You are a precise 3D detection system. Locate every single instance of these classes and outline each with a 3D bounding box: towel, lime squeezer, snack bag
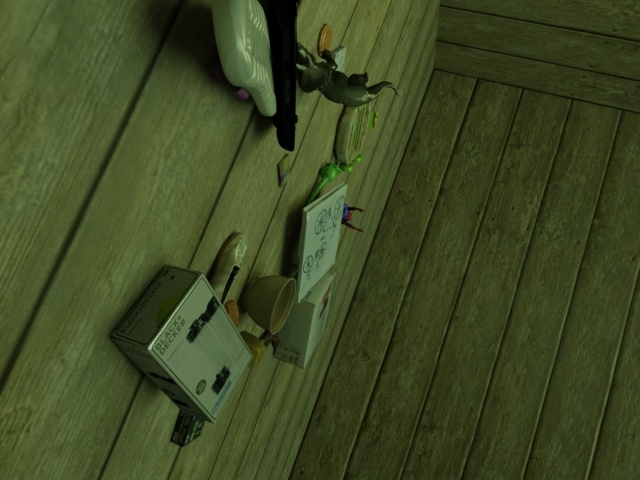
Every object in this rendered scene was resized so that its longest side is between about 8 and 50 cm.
[{"bbox_3d":[-0.098,-0.190,1.256,0.083,0.009,0.060,92,21,-50],"label":"towel"},{"bbox_3d":[0.036,-0.223,1.628,0.310,0.058,0.110,-53,156,-54],"label":"lime squeezer"},{"bbox_3d":[0.000,0.000,1.578,0.323,0.037,0.343,-43,145,-55],"label":"snack bag"}]

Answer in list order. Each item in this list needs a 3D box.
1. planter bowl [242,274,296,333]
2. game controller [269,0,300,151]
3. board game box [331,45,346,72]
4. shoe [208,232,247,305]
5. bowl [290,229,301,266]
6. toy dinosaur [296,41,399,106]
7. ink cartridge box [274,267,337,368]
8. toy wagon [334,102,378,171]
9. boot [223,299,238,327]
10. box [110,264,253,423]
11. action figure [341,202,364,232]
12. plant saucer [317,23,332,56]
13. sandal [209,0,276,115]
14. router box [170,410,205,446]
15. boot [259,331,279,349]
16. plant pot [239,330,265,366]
[{"bbox_3d":[-0.150,0.165,1.294,0.162,0.109,0.162,19,90,-76],"label":"planter bowl"},{"bbox_3d":[-0.068,-0.351,0.972,0.167,0.067,0.319,-109,-164,-44],"label":"game controller"},{"bbox_3d":[0.049,-0.522,1.380,0.090,0.020,0.090,-55,158,-49],"label":"board game box"},{"bbox_3d":[-0.213,0.081,1.053,0.077,0.058,0.219,81,30,-61],"label":"shoe"},{"bbox_3d":[-0.055,0.018,1.588,0.142,0.053,0.142,-5,113,-75],"label":"bowl"},{"bbox_3d":[0.055,-0.397,1.194,0.121,0.313,0.160,-50,-153,39],"label":"toy dinosaur"},{"bbox_3d":[-0.051,0.270,1.757,0.272,0.129,0.310,-52,156,-57],"label":"ink cartridge box"},{"bbox_3d":[0.142,-0.425,1.758,0.344,0.068,0.268,-51,155,-56],"label":"toy wagon"},{"bbox_3d":[-0.249,0.247,1.106,0.152,0.072,0.197,-44,152,-70],"label":"boot"},{"bbox_3d":[-0.247,0.205,0.887,0.169,0.087,0.290,-59,147,-36],"label":"box"},{"bbox_3d":[0.133,-0.110,1.985,0.280,0.138,0.092,44,66,-77],"label":"action figure"},{"bbox_3d":[0.014,-0.536,1.244,0.083,0.013,0.084,19,90,-76],"label":"plant saucer"},{"bbox_3d":[-0.138,-0.310,0.773,0.416,0.102,0.170,-92,180,-84],"label":"sandal"},{"bbox_3d":[-0.314,0.434,1.148,0.092,0.038,0.123,16,92,-75],"label":"router box"},{"bbox_3d":[-0.178,0.349,1.561,0.114,0.037,0.107,-55,146,-57],"label":"boot"},{"bbox_3d":[-0.206,0.315,1.317,0.081,0.083,0.081,-4,111,-74],"label":"plant pot"}]
